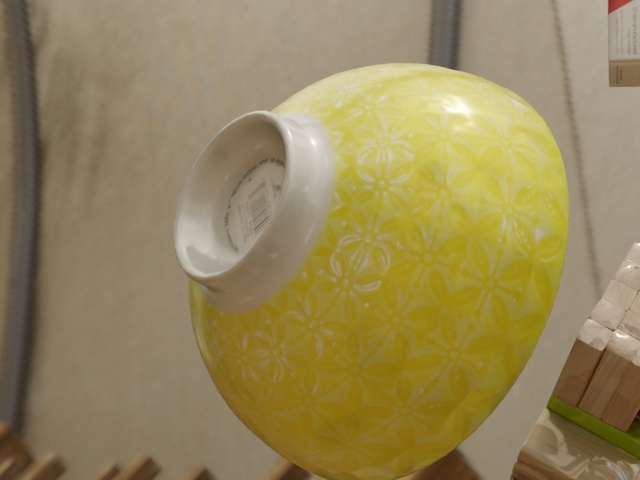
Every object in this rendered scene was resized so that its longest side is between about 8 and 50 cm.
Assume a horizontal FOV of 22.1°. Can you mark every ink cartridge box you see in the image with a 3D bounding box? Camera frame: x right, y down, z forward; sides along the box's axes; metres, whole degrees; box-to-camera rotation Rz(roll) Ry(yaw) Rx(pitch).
[{"bbox_3d":[0.320,-0.190,1.432,0.135,0.099,0.056,-1,-20,10],"label":"ink cartridge box"}]

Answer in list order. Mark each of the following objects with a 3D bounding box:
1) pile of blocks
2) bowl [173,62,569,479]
[{"bbox_3d":[0.211,0.180,1.254,0.113,0.149,0.362,29,-59,13],"label":"pile of blocks"},{"bbox_3d":[0.000,0.000,1.052,0.156,0.289,0.289,25,-15,-36],"label":"bowl"}]
